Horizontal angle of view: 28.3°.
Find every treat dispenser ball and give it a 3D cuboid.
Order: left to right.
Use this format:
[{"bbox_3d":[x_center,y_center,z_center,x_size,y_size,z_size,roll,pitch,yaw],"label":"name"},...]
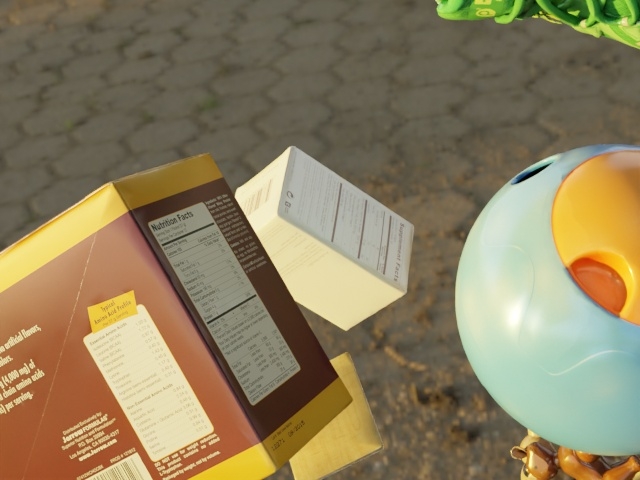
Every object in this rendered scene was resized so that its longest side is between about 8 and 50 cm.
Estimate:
[{"bbox_3d":[0.270,0.054,1.176,0.288,0.288,0.288,-9,29,5],"label":"treat dispenser ball"}]

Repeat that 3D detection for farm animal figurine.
[{"bbox_3d":[0.323,0.281,1.577,0.172,0.327,0.330,-44,17,14],"label":"farm animal figurine"}]

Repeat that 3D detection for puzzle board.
[{"bbox_3d":[0.005,0.185,1.308,0.096,0.011,0.128,-28,46,7],"label":"puzzle board"}]

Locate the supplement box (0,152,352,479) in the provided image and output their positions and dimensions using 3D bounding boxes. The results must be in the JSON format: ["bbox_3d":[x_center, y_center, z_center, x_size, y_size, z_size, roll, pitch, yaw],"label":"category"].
[{"bbox_3d":[-0.123,0.078,0.817,0.191,0.194,0.129,-30,-1,25],"label":"supplement box"}]

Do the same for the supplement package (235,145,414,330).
[{"bbox_3d":[0.000,0.000,1.386,0.105,0.179,0.105,-35,33,39],"label":"supplement package"}]

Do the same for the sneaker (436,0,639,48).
[{"bbox_3d":[0.127,-0.153,0.712,0.295,0.109,0.123,25,52,23],"label":"sneaker"}]
